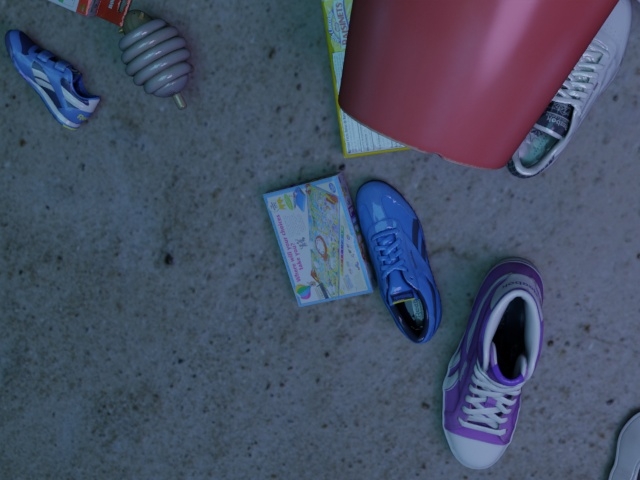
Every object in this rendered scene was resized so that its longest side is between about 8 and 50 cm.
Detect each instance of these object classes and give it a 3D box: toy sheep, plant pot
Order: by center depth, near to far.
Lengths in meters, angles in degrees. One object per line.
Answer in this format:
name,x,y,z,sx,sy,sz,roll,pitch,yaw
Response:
plant pot,0.148,-0.220,0.908,0.275,0.275,0.243,22,109,4
toy sheep,-0.195,-0.218,1.062,0.091,0.091,0.132,-31,97,16

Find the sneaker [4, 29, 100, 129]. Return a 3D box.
sneaker,-0.336,-0.211,1.110,0.059,0.053,0.144,-34,105,17

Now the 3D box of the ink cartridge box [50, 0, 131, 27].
ink cartridge box,-0.291,-0.312,1.086,0.115,0.029,0.062,24,107,4

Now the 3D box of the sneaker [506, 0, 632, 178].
sneaker,0.279,-0.173,0.984,0.090,0.095,0.235,26,106,5

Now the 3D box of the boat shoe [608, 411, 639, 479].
boat shoe,0.398,0.271,1.106,0.046,0.038,0.125,24,106,48

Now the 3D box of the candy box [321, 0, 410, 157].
candy box,0.065,-0.206,1.049,0.105,0.027,0.205,-6,103,12

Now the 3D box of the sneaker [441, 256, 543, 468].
sneaker,0.201,0.171,1.054,0.102,0.161,0.282,9,107,7

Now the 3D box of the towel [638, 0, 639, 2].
towel,0.537,-0.286,0.891,0.317,0.053,0.331,34,110,-16

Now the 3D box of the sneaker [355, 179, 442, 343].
sneaker,0.096,0.027,1.077,0.069,0.082,0.209,-18,99,17

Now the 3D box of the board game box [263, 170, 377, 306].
board game box,0.000,0.000,1.107,0.104,0.026,0.154,-13,102,22
